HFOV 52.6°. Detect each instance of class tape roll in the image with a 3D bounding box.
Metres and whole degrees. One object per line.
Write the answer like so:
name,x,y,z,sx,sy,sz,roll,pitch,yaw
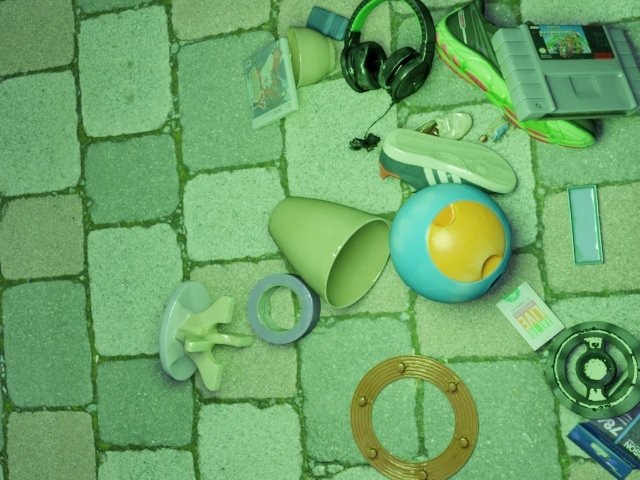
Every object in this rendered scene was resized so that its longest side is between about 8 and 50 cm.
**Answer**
tape roll,-0.099,0.184,1.765,0.189,0.080,0.189,-1,88,17

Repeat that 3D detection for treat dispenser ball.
treat dispenser ball,0.308,0.007,1.544,0.288,0.288,0.288,-1,87,16

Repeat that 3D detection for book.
book,0.520,0.187,1.609,0.096,0.035,0.144,-40,76,7

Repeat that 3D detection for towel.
towel,0.022,-0.597,1.789,0.119,0.029,0.067,28,95,15

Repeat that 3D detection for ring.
ring,0.237,0.467,1.678,0.336,0.032,0.337,-1,87,17

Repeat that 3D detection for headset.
headset,0.148,-0.427,1.643,0.243,0.185,0.394,21,117,33

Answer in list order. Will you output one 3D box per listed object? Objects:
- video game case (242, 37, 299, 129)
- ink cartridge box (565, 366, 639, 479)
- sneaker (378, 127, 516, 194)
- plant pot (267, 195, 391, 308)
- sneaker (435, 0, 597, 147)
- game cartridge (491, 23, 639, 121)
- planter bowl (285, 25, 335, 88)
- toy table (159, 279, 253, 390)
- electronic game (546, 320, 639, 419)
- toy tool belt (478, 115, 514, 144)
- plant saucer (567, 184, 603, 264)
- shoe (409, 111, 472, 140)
video game case,-0.141,-0.430,1.790,0.183,0.023,0.201,-15,82,45
ink cartridge box,0.749,0.399,1.514,0.165,0.065,0.333,39,99,14
sneaker,0.314,-0.171,1.649,0.350,0.148,0.131,18,49,-1
plant pot,0.000,0.000,1.677,0.274,0.256,0.256,31,97,32
sneaker,0.490,-0.411,1.565,0.483,0.185,0.202,45,98,10
game cartridge,0.579,-0.388,1.484,0.355,0.068,0.230,-7,76,-20
planter bowl,-0.024,-0.495,1.743,0.109,0.162,0.162,-8,85,-14
toy table,-0.319,0.258,1.756,0.161,0.252,0.274,10,103,32
electronic game,0.648,0.303,1.523,0.229,0.048,0.229,-13,65,30
toy tool belt,0.446,-0.270,1.638,0.083,0.052,0.051,-47,68,10
plant saucer,0.647,-0.038,1.586,0.067,0.018,0.192,-5,87,16
shoe,0.290,-0.273,1.680,0.219,0.058,0.077,-22,82,15
